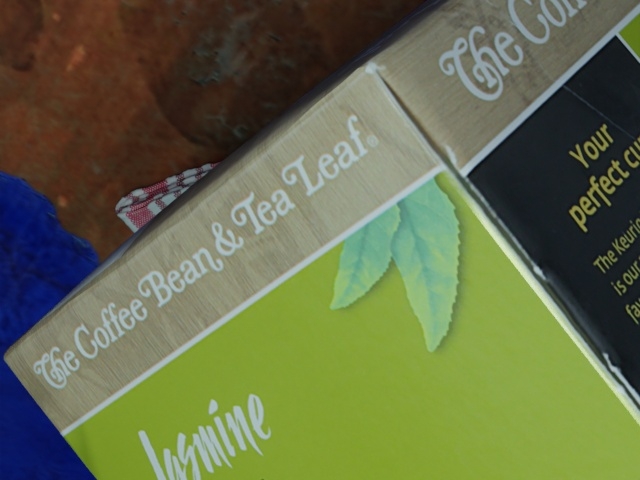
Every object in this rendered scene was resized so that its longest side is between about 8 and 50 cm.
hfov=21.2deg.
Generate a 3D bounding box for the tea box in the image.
[{"bbox_3d":[0.129,0.045,0.641,0.323,0.329,0.220,53,133,-3],"label":"tea box"}]

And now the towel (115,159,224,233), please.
[{"bbox_3d":[0.000,0.000,0.933,0.197,0.029,0.144,-18,126,38],"label":"towel"}]
